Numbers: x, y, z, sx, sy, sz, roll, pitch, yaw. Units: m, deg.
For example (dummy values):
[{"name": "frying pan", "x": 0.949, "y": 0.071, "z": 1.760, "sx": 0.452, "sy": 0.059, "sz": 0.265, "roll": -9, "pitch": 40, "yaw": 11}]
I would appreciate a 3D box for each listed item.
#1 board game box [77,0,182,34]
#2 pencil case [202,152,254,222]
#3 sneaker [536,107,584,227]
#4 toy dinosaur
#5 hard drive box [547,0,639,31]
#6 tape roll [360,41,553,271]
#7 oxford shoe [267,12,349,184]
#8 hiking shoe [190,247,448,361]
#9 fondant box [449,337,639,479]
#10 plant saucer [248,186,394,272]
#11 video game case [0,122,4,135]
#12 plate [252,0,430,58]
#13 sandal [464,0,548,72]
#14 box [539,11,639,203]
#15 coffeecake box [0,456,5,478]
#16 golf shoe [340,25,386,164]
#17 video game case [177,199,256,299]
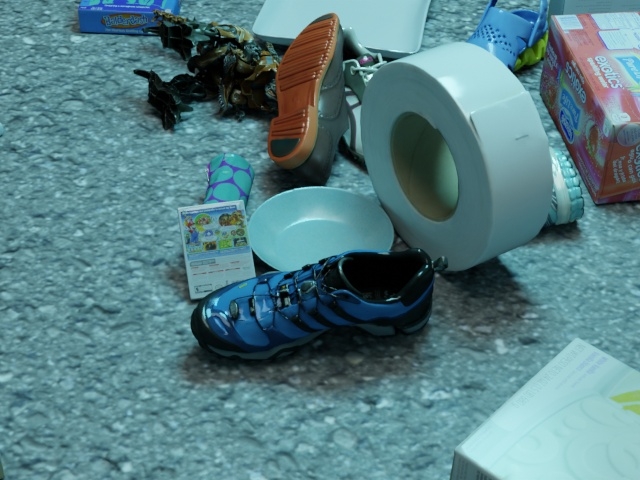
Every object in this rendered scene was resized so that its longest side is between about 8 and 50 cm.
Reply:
[{"name": "board game box", "x": -0.318, "y": -0.427, "z": 2.180, "sx": 0.160, "sy": 0.047, "sz": 0.210, "roll": 2, "pitch": 39, "yaw": 1}, {"name": "pencil case", "x": -0.135, "y": -0.051, "z": 1.720, "sx": 0.070, "sy": 0.064, "sz": 0.151, "roll": 14, "pitch": 40, "yaw": -3}, {"name": "sneaker", "x": 0.253, "y": -0.129, "z": 1.776, "sx": 0.122, "sy": 0.110, "sz": 0.283, "roll": -19, "pitch": 53, "yaw": -13}, {"name": "toy dinosaur", "x": -0.159, "y": -0.268, "z": 1.956, "sx": 0.218, "sy": 0.164, "sz": 0.322, "roll": -17, "pitch": 22, "yaw": -42}, {"name": "hard drive box", "x": 0.469, "y": -0.426, "z": 2.027, "sx": 0.181, "sy": 0.232, "sz": 0.089, "roll": -2, "pitch": 39, "yaw": -5}, {"name": "tape roll", "x": 0.170, "y": -0.108, "z": 1.627, "sx": 0.100, "sy": 0.286, "sz": 0.286, "roll": -21, "pitch": 45, "yaw": -26}, {"name": "oxford shoe", "x": -0.006, "y": -0.206, "z": 1.839, "sx": 0.097, "sy": 0.098, "sz": 0.271, "roll": -9, "pitch": 57, "yaw": 40}, {"name": "hiking shoe", "x": -0.007, "y": 0.060, "z": 1.521, "sx": 0.304, "sy": 0.132, "sz": 0.113, "roll": -10, "pitch": 59, "yaw": -12}, {"name": "fondant box", "x": 0.336, "y": 0.267, "z": 1.328, "sx": 0.330, "sy": 0.096, "sz": 0.238, "roll": 31, "pitch": 48, "yaw": 29}, {"name": "plant saucer", "x": 0.000, "y": 0.000, "z": 1.684, "sx": 0.195, "sy": 0.037, "sz": 0.195, "roll": 1, "pitch": 40, "yaw": -1}, {"name": "video game case", "x": -0.604, "y": -0.159, "z": 1.867, "sx": 0.183, "sy": 0.023, "sz": 0.201, "roll": 30, "pitch": 47, "yaw": 30}, {"name": "plate", "x": 0.046, "y": -0.388, "z": 2.148, "sx": 0.277, "sy": 0.045, "sz": 0.278, "roll": 8, "pitch": 40, "yaw": 7}, {"name": "sandal", "x": 0.269, "y": -0.309, "z": 1.990, "sx": 0.126, "sy": 0.138, "sz": 0.317, "roll": 21, "pitch": 45, "yaw": 20}, {"name": "box", "x": 0.440, "y": -0.202, "z": 1.859, "sx": 0.154, "sy": 0.142, "sz": 0.300, "roll": -5, "pitch": 40, "yaw": -8}, {"name": "coffeecake box", "x": -0.417, "y": 0.164, "z": 1.390, "sx": 0.068, "sy": 0.142, "sz": 0.185, "roll": -19, "pitch": 44, "yaw": -22}, {"name": "golf shoe", "x": 0.068, "y": -0.206, "z": 1.873, "sx": 0.105, "sy": 0.120, "sz": 0.273, "roll": -15, "pitch": 44, "yaw": -21}, {"name": "video game case", "x": -0.133, "y": 0.012, "z": 1.631, "sx": 0.087, "sy": 0.011, "sz": 0.122, "roll": -7, "pitch": 78, "yaw": -10}]
